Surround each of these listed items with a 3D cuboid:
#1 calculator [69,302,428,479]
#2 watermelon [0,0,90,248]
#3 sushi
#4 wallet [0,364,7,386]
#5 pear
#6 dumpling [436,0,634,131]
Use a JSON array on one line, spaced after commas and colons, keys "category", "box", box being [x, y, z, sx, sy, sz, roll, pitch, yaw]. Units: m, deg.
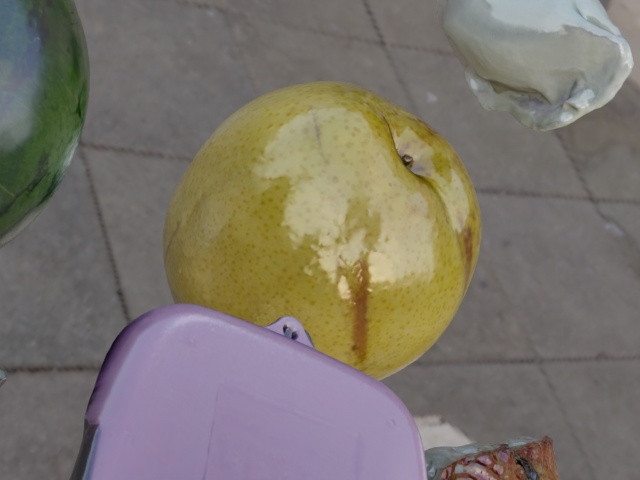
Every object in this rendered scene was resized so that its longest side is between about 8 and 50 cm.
[{"category": "calculator", "box": [-0.029, 0.158, 0.541, 0.194, 0.043, 0.294, 24, 54, -23]}, {"category": "watermelon", "box": [-0.261, -0.093, 0.761, 0.242, 0.242, 0.242, 23, 39, -21]}, {"category": "sushi", "box": [0.165, 0.264, 1.280, 0.332, 0.130, 0.124, 10, 63, -56]}, {"category": "wallet", "box": [-0.355, 0.037, 0.992, 0.255, 0.137, 0.031, 35, 79, 12]}, {"category": "pear", "box": [0.000, 0.000, 1.224, 0.314, 0.314, 0.314, 23, 39, -21]}, {"category": "dumpling", "box": [0.176, -0.177, 1.136, 0.124, 0.151, 0.229, -14, 43, -34]}]
